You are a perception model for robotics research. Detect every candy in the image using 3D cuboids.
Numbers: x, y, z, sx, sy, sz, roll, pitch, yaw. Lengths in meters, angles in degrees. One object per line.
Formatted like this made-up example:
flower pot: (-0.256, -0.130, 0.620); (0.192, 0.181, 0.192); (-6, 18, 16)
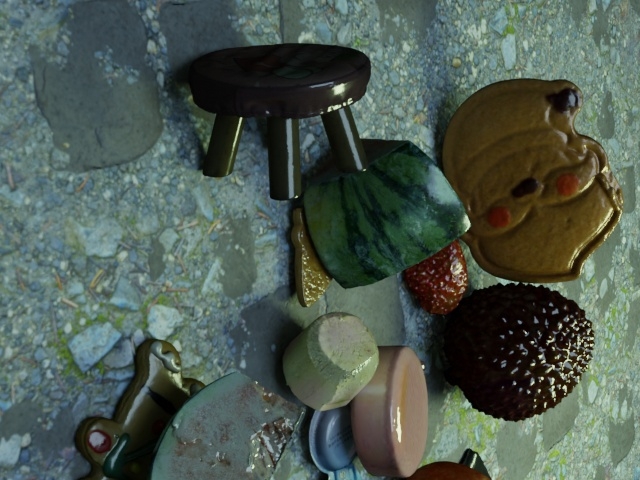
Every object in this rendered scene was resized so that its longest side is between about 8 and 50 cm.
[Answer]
candy: (0.134, 0.312, 1.546); (0.255, 0.094, 0.255); (-4, 90, -69)

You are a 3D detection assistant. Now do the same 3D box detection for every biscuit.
biscuit: (-0.262, 0.304, 1.185); (0.197, 0.049, 0.301); (53, 56, -33)
biscuit: (0.000, 0.000, 1.468); (0.162, 0.035, 0.250); (31, 65, -40)
biscuit: (0.435, -0.114, 1.746); (0.455, 0.350, 0.078); (63, 19, -10)

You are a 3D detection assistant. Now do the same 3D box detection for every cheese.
cheese: (0.030, 0.383, 1.510); (0.135, 0.052, 0.245); (-21, 108, -43)

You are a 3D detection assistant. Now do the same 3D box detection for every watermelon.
watermelon: (-0.144, 0.352, 1.157); (0.224, 0.180, 0.305); (53, 48, -40)
watermelon: (0.113, -0.067, 1.450); (0.213, 0.261, 0.201); (59, 21, -27)

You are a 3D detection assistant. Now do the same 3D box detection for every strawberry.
strawberry: (0.254, 0.045, 1.702); (0.175, 0.107, 0.236); (-43, 122, -39)

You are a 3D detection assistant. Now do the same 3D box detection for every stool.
stool: (-0.056, -0.190, 1.246); (0.272, 0.272, 0.178); (-28, 125, -44)

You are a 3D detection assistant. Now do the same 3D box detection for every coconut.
coconut: (0.012, 0.209, 1.415); (0.147, 0.153, 0.147); (19, 48, -22)

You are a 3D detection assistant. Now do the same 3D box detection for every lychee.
lychee: (0.415, 0.233, 1.763); (0.306, 0.330, 0.306); (47, 28, -35)

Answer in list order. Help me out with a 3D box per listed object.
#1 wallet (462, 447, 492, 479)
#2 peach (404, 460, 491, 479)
wallet: (0.306, 0.615, 1.847); (0.285, 0.030, 0.146); (-51, 123, -33)
peach: (0.235, 0.565, 1.637); (0.256, 0.232, 0.232); (-17, 109, -7)
